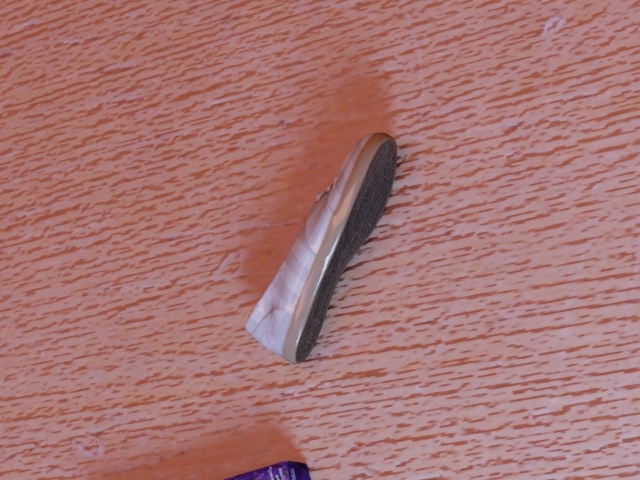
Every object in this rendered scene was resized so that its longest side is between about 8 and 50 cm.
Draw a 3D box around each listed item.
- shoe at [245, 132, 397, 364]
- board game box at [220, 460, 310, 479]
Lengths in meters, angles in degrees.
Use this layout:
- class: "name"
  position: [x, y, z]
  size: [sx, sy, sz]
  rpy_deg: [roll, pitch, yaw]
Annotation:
- class: "shoe"
  position: [0.000, 0.000, 1.677]
  size: [0.058, 0.076, 0.219]
  rpy_deg: [27, 94, 22]
- class: "board game box"
  position: [-0.074, 0.384, 1.657]
  size: [0.208, 0.056, 0.346]
  rpy_deg: [-21, 72, 25]
